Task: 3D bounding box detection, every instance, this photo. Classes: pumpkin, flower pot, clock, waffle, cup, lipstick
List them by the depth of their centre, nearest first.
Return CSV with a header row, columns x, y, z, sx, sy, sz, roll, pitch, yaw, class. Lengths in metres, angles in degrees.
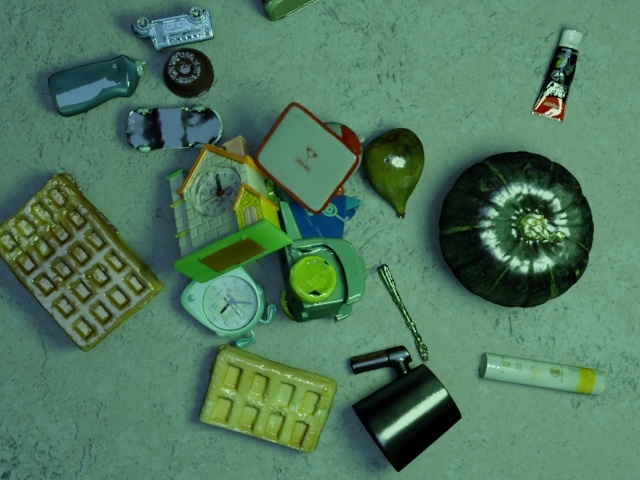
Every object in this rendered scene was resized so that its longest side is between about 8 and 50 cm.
x,y,z,sx,sy,sz,roll,pitch,yaw,class
-0.198,-0.077,1.783,0.220,0.106,0.255,-25,60,17,clock
0.401,-0.023,1.818,0.323,0.241,0.323,0,86,2,pumpkin
-0.510,0.045,1.841,0.224,0.098,0.328,-41,93,-4,waffle
0.163,0.334,1.849,0.177,0.166,0.239,-34,93,-6,cup
-0.280,-0.357,1.853,0.111,0.089,0.111,0,90,-3,flower pot
-0.112,0.337,1.871,0.274,0.057,0.168,18,100,-3,waffle
-0.192,0.133,1.876,0.188,0.060,0.148,45,87,-3,clock
0.479,0.290,1.917,0.264,0.059,0.059,9,90,-4,lipstick

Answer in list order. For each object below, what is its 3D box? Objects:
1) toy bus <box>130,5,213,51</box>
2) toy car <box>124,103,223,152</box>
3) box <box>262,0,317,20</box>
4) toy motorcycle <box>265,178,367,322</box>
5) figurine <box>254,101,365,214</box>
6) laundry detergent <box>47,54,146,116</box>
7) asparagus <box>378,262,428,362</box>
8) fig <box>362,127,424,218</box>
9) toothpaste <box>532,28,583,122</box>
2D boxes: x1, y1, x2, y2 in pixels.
x,y,z,sx,sy,sz,roll,pitch,yaw,class
-0.310,-0.441,1.858,0.167,0.073,0.076,-12,101,-5,toy bus
-0.309,-0.235,1.869,0.205,0.056,0.095,-4,91,-7,toy car
-0.031,-0.603,1.847,0.274,0.138,0.178,-29,87,-3,box
0.000,0.000,1.841,0.200,0.191,0.326,-7,73,-11,toy motorcycle
0.012,-0.182,1.816,0.183,0.226,0.160,42,115,9,figurine
-0.460,-0.332,1.858,0.206,0.061,0.096,-20,83,-4,laundry detergent
0.183,0.158,1.918,0.023,0.022,0.233,-26,90,-47,asparagus
0.172,-0.141,1.866,0.133,0.126,0.185,-39,103,-41,fig
0.523,-0.358,1.925,0.071,0.045,0.193,17,95,-3,toothpaste
